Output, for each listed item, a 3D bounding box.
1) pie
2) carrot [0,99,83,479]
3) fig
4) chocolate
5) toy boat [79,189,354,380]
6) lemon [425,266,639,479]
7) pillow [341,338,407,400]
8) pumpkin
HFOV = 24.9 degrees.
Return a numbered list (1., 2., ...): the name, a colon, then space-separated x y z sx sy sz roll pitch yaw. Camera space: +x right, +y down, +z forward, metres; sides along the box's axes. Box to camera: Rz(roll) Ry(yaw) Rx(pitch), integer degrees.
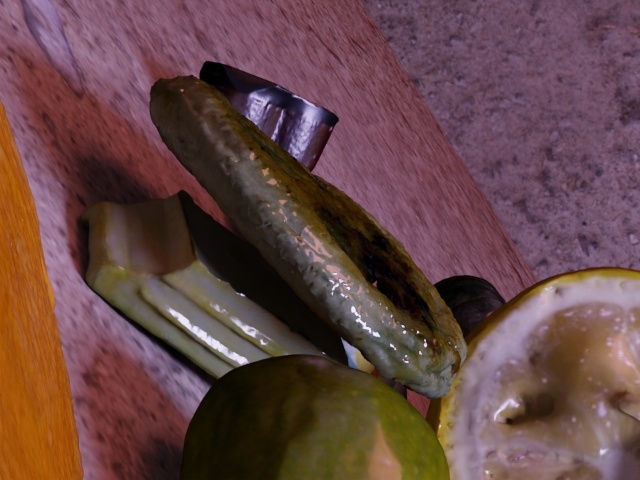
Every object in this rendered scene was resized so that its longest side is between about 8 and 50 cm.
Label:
1. pie: 0.000 0.000 1.080 0.323 0.070 0.323 44 5 -5
2. carrot: -0.167 0.028 0.585 0.258 0.100 0.307 -98 175 -48
3. fig: -0.001 0.161 0.837 0.167 0.167 0.233 51 8 -18
4. chocolate: -0.072 -0.107 1.380 0.149 0.080 0.125 22 -7 -35
5. toy boat: -0.055 0.058 1.054 0.276 0.084 0.111 44 16 -36
6. lemon: 0.258 0.209 1.282 0.364 0.364 0.364 51 14 -18
7. pillow: 0.008 0.044 1.334 0.214 0.086 0.233 56 6 -48
8. pumpkin: 0.177 0.117 1.626 0.167 0.125 0.167 44 -8 8
